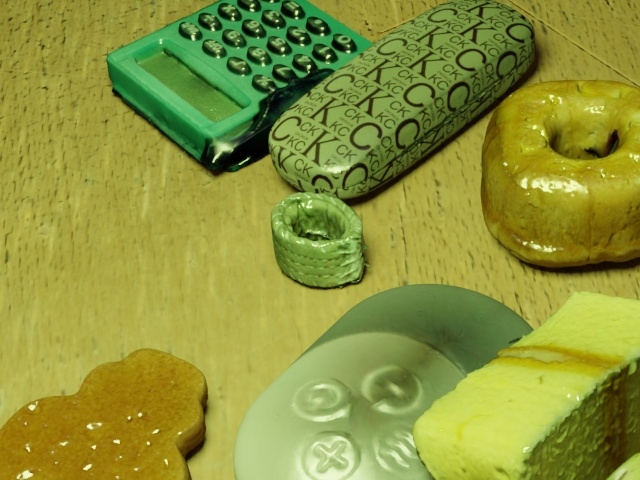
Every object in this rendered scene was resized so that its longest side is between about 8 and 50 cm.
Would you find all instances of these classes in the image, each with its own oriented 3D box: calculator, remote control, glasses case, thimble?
[{"bbox_3d":[-0.082,-0.200,2.076,0.274,0.058,0.248,-30,47,-24],"label":"calculator"},{"bbox_3d":[0.068,0.159,1.612,0.221,0.103,0.332,31,52,24],"label":"remote control"},{"bbox_3d":[0.095,-0.161,1.982,0.137,0.085,0.354,29,54,35],"label":"glasses case"},{"bbox_3d":[0.000,0.000,1.834,0.110,0.062,0.084,25,50,31],"label":"thimble"}]

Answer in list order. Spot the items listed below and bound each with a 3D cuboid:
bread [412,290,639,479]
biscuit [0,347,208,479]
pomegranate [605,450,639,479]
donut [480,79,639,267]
[{"bbox_3d":[0.218,0.147,1.545,0.178,0.142,0.266,42,51,14],"label":"bread"},{"bbox_3d":[-0.222,0.226,1.629,0.202,0.047,0.334,20,50,26],"label":"biscuit"},{"bbox_3d":[0.248,0.250,1.383,0.247,0.214,0.214,19,40,-13],"label":"pomegranate"},{"bbox_3d":[0.267,-0.071,1.835,0.226,0.114,0.227,-4,40,3],"label":"donut"}]
